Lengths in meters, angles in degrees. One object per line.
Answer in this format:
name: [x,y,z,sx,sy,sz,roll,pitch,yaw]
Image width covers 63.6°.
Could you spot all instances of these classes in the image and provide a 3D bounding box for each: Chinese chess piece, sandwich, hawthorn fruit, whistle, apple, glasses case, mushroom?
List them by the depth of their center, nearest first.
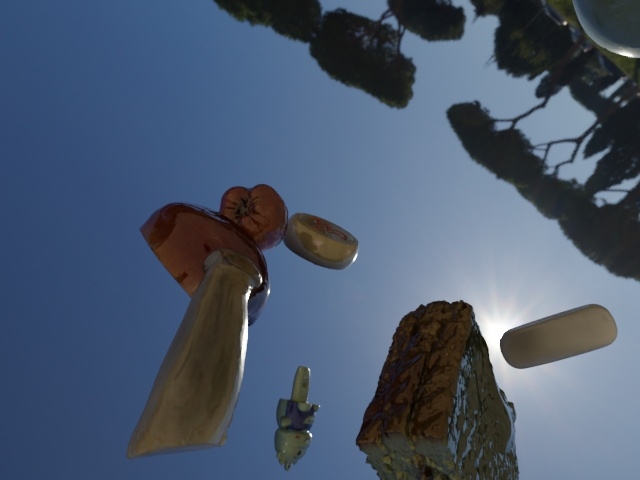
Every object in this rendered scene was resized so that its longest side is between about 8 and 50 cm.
sandwich: [0.199,0.290,0.759,0.325,0.131,0.262,63,-145,-23]
glasses case: [0.410,0.169,0.901,0.049,0.193,0.074,-11,-103,-61]
mushroom: [-0.208,0.215,0.960,0.154,0.137,0.407,15,-111,7]
whistle: [-0.057,0.431,1.256,0.110,0.092,0.244,32,-116,-51]
apple: [-0.288,0.072,1.284,0.295,0.328,0.365,-21,-122,-43]
hawthorn fruit: [-0.177,-0.053,1.510,0.207,0.208,0.243,67,-170,28]
Chinese chess piece: [0.000,0.000,1.769,0.273,0.102,0.273,21,-165,-6]

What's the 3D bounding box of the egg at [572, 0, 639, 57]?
egg: [0.537,-0.469,0.780,0.279,0.336,0.278,-6,-130,7]
